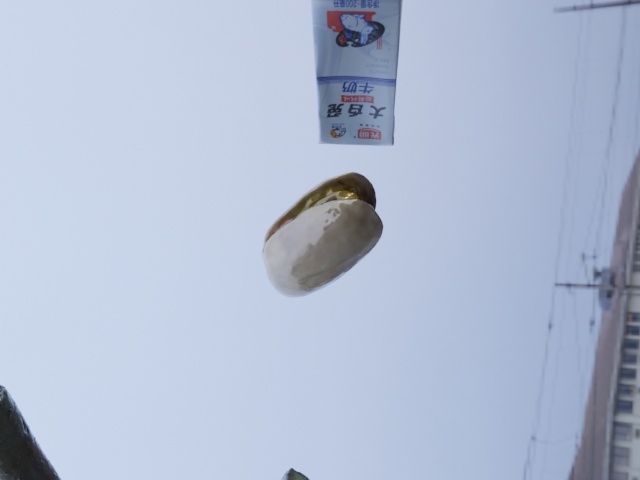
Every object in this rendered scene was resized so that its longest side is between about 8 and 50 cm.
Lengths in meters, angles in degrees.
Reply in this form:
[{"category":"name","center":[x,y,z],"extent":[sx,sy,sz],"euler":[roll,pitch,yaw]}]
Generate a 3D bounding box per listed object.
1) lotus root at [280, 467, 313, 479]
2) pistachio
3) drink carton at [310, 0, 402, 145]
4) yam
[{"category":"lotus root","center":[-0.027,0.627,1.576],"extent":[0.260,0.267,0.149],"euler":[-54,6,22]},{"category":"pistachio","center":[0.000,0.000,1.634],"extent":[0.187,0.299,0.187],"euler":[37,-150,-26]},{"category":"drink carton","center":[0.056,-0.285,1.226],"extent":[0.315,0.131,0.106],"euler":[86,-171,-53]},{"category":"yam","center":[-0.283,0.195,0.736],"extent":[0.054,0.054,0.132],"euler":[-58,-43,-48]}]
